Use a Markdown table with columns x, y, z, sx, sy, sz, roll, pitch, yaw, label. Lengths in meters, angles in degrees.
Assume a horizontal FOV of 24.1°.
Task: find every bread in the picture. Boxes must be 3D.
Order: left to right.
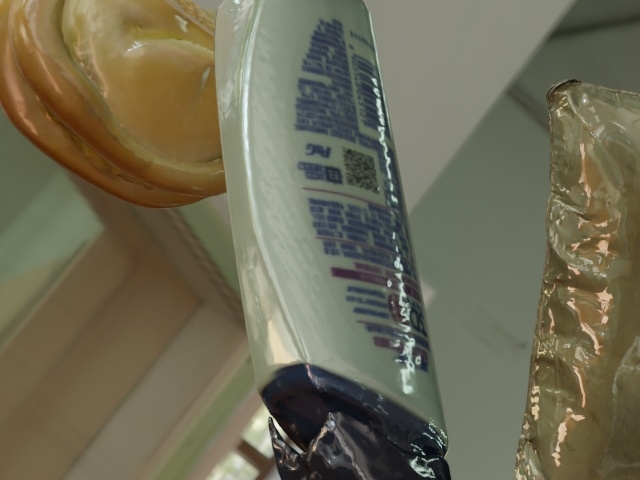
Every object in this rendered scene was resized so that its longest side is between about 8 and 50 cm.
| x | y | z | sx | sy | sz | roll | pitch | yaw | label |
| --- | --- | --- | --- | --- | --- | --- | --- | --- | --- |
| -0.190 | -0.146 | 1.458 | 0.316 | 0.211 | 0.270 | 28 | 14 | -33 | bread |

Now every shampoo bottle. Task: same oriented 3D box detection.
| x | y | z | sx | sy | sz | roll | pitch | yaw | label |
| --- | --- | --- | --- | --- | --- | --- | --- | --- | --- |
| 0.000 | 0.000 | 0.907 | 0.078 | 0.359 | 0.134 | -30 | -34 | 35 | shampoo bottle |

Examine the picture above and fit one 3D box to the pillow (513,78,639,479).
| x | y | z | sx | sy | sz | roll | pitch | yaw | label |
| --- | --- | --- | --- | --- | --- | --- | --- | --- | --- |
| 0.224 | 0.039 | 1.025 | 0.185 | 0.302 | 0.075 | 5 | 3 | -18 | pillow |
